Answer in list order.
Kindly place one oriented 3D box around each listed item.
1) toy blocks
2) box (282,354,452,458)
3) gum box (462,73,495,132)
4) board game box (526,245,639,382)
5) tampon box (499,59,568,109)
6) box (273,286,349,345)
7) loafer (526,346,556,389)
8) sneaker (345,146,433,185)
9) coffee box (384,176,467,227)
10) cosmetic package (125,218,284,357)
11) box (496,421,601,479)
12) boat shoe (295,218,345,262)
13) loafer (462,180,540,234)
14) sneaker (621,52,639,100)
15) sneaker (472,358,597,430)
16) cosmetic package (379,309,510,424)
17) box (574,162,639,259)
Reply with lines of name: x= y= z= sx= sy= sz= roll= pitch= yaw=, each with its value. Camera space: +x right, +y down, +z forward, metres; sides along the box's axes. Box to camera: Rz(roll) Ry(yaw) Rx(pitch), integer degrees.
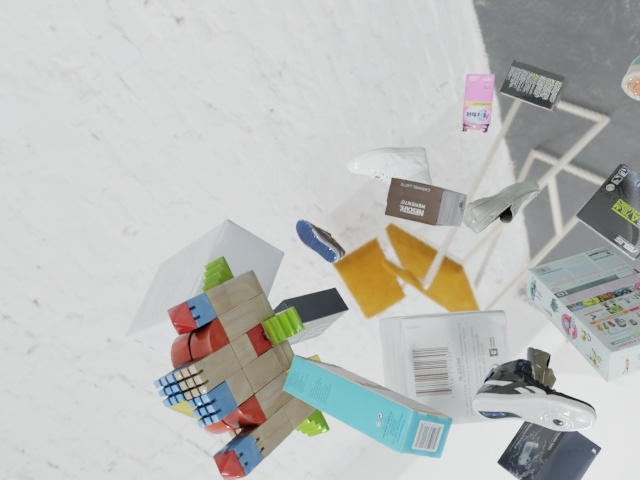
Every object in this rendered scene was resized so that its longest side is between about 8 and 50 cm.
toy blocks: x=-0.160 y=0.228 z=1.061 sx=0.261 sy=0.191 sz=0.381 roll=-25 pitch=-91 yaw=-58
box: x=0.062 y=0.239 z=0.899 sx=0.101 sy=0.060 sz=0.244 roll=24 pitch=173 yaw=-42
gum box: x=0.360 y=-0.311 z=1.412 sx=0.062 sy=0.107 sz=0.188 roll=5 pitch=-175 yaw=12
board game box: x=0.649 y=0.153 z=1.390 sx=0.303 sy=0.224 sz=0.097 roll=-119 pitch=16 yaw=-54
tampon box: x=0.640 y=-0.460 z=1.836 sx=0.161 sy=0.101 sz=0.120 roll=27 pitch=-162 yaw=21
box: x=-0.060 y=0.262 z=2.054 sx=0.261 sy=0.184 sz=0.103 roll=-8 pitch=-118 yaw=-49
loafer: x=0.718 y=0.446 z=1.983 sx=0.088 sy=0.251 sz=0.094 roll=-2 pitch=132 yaw=16
sneaker: x=0.231 y=-0.201 z=1.944 sx=0.108 sy=0.293 sz=0.169 roll=141 pitch=118 yaw=-63
coffee box: x=0.280 y=-0.096 z=1.606 sx=0.141 sy=0.098 sz=0.247 roll=14 pitch=-173 yaw=27
cosmetic package: x=-0.287 y=0.136 z=1.454 sx=0.162 sy=0.230 sz=0.453 roll=31 pitch=152 yaw=-21
box: x=0.488 y=0.465 z=1.323 sx=0.093 sy=0.156 sz=0.158 roll=37 pitch=174 yaw=-6
boat shoe: x=0.000 y=0.000 z=1.843 sx=0.183 sy=0.066 sz=0.066 roll=45 pitch=126 yaw=23
loafer: x=0.616 y=-0.109 z=2.063 sx=0.111 sy=0.320 sz=0.112 roll=60 pitch=161 yaw=19
sneaker: x=0.706 y=-0.309 z=1.080 sx=0.302 sy=0.121 sz=0.108 roll=18 pitch=159 yaw=39
sneaker: x=0.390 y=0.265 z=1.104 sx=0.217 sy=0.121 sz=0.079 roll=-4 pitch=124 yaw=40
cosmetic package: x=0.388 y=0.397 z=1.968 sx=0.393 sy=0.328 sz=0.329 roll=120 pitch=146 yaw=-82
box: x=0.812 y=-0.077 z=1.623 sx=0.191 sy=0.184 sz=0.045 roll=41 pitch=-174 yaw=15
